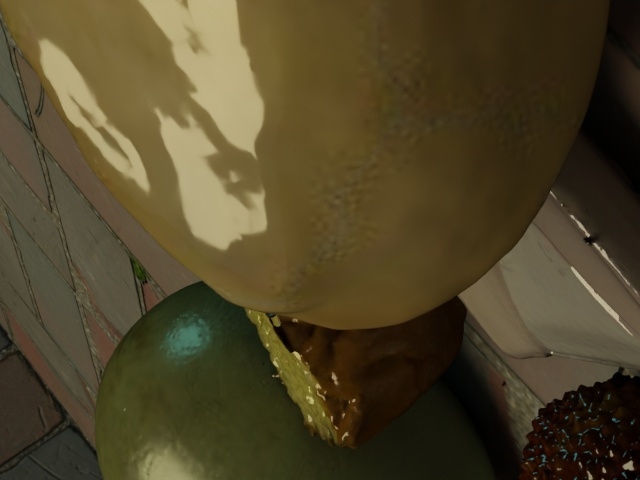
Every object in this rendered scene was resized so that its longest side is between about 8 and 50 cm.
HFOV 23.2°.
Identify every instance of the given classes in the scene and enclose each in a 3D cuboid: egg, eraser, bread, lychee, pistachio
[{"bbox_3d":[-0.014,0.147,1.085,0.295,0.218,0.218,27,163,-6],"label":"egg"},{"bbox_3d":[0.096,-0.034,0.762,0.243,0.059,0.204,57,163,-15],"label":"eraser"},{"bbox_3d":[0.000,0.000,0.939,0.229,0.139,0.143,61,162,1],"label":"bread"},{"bbox_3d":[0.158,0.126,0.786,0.129,0.123,0.123,41,157,32],"label":"lychee"},{"bbox_3d":[-0.008,-0.130,0.600,0.229,0.238,0.321,-52,-45,-69],"label":"pistachio"}]
